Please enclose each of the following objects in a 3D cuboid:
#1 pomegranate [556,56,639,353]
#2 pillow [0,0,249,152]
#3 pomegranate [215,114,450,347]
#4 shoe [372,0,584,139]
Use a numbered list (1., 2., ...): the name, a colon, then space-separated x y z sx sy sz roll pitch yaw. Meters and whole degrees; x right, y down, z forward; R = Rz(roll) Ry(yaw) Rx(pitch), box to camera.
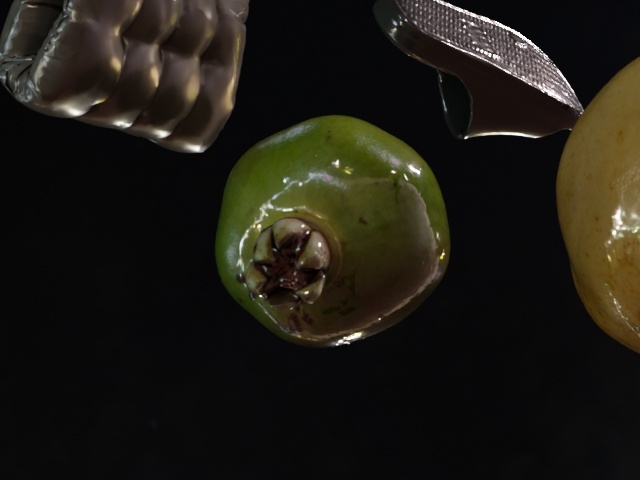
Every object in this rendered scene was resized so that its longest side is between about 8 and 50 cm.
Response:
1. pomegranate: 0.226 -0.029 0.988 0.196 0.196 0.196 -15 -43 -15
2. pillow: -0.119 -0.239 1.335 0.228 0.101 0.326 13 -85 -57
3. pomegranate: 0.011 -0.009 1.338 0.179 0.179 0.210 -20 -3 -9
4. shoe: 0.131 -0.148 1.641 0.241 0.108 0.093 21 -59 -35
